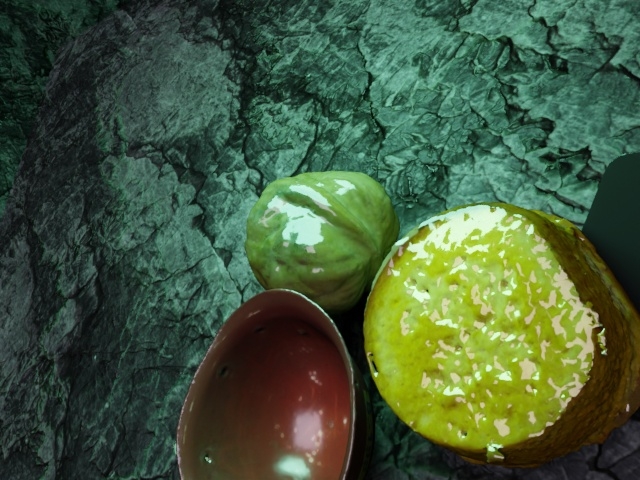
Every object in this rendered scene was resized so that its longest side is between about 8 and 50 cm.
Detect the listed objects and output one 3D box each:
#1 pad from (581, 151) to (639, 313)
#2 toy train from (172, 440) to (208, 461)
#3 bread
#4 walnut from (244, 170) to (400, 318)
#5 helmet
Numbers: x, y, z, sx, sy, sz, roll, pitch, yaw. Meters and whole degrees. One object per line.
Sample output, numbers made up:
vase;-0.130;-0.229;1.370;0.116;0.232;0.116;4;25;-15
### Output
pad;0.534;0.018;0.608;0.063;0.315;0.375;-23;42;-32
toy train;-0.231;0.393;1.023;0.118;0.074;0.176;3;65;25
bread;0.246;0.126;0.727;0.398;0.215;0.398;-17;63;37
walnut;-0.002;0.001;0.929;0.277;0.282;0.253;13;116;42
helmet;-0.039;0.300;0.828;0.337;0.230;0.385;-10;63;31
